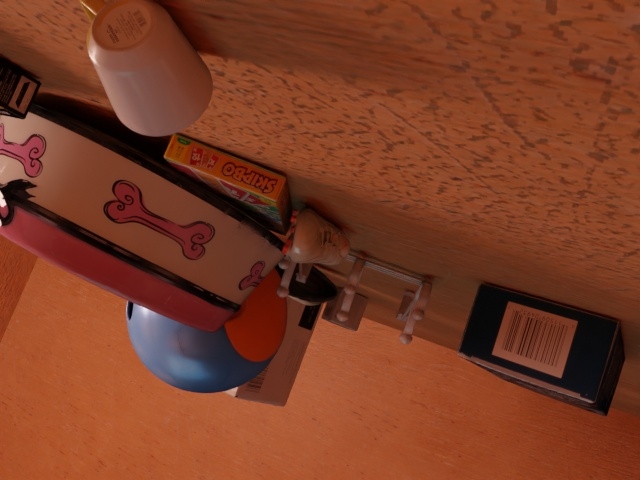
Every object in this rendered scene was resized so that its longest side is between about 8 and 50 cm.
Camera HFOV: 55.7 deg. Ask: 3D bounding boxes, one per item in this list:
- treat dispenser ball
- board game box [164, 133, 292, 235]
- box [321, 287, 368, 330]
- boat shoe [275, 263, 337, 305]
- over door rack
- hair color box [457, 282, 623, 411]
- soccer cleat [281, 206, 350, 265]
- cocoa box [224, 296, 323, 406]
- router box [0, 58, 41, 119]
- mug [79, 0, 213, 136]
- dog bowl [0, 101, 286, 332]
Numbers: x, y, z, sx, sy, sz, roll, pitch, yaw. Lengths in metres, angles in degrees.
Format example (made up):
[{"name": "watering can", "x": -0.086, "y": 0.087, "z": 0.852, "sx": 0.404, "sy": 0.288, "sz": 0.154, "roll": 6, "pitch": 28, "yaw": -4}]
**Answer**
[{"name": "treat dispenser ball", "x": -0.202, "y": 0.129, "z": 1.099, "sx": 0.288, "sy": 0.288, "sz": 0.288, "roll": 20, "pitch": 172, "yaw": 3}, {"name": "board game box", "x": -0.097, "y": -0.056, "z": 0.731, "sx": 0.124, "sy": 0.039, "sz": 0.259, "roll": 22, "pitch": 175, "yaw": 2}, {"name": "box", "x": 0.069, "y": 0.194, "z": 1.720, "sx": 0.087, "sy": 0.102, "sz": 0.101, "roll": 25, "pitch": 171, "yaw": -13}, {"name": "boat shoe", "x": -0.085, "y": 0.064, "z": 1.287, "sx": 0.285, "sy": 0.103, "sz": 0.092, "roll": 28, "pitch": 158, "yaw": -29}, {"name": "over door rack", "x": 0.055, "y": 0.091, "z": 1.050, "sx": 0.239, "sy": 0.108, "sz": 0.324, "roll": 21, "pitch": 172, "yaw": 6}, {"name": "hair color box", "x": 0.333, "y": 0.169, "z": 0.875, "sx": 0.173, "sy": 0.105, "sz": 0.347, "roll": 16, "pitch": 172, "yaw": 31}, {"name": "soccer cleat", "x": 0.000, "y": 0.000, "z": 0.755, "sx": 0.076, "sy": 0.068, "sz": 0.196, "roll": 15, "pitch": 179, "yaw": 5}, {"name": "cocoa box", "x": -0.170, "y": 0.210, "z": 1.546, "sx": 0.227, "sy": 0.347, "sz": 0.231, "roll": 16, "pitch": 171, "yaw": 33}, {"name": "router box", "x": -0.384, "y": -0.176, "z": 0.595, "sx": 0.178, "sy": 0.046, "sz": 0.133, "roll": 15, "pitch": 170, "yaw": 36}, {"name": "mug", "x": -0.106, "y": -0.103, "z": 0.343, "sx": 0.078, "sy": 0.062, "sz": 0.064, "roll": 13, "pitch": 163, "yaw": 9}, {"name": "dog bowl", "x": -0.254, "y": -0.017, "z": 0.808, "sx": 0.407, "sy": 0.151, "sz": 0.408, "roll": 27, "pitch": 173, "yaw": 4}]
